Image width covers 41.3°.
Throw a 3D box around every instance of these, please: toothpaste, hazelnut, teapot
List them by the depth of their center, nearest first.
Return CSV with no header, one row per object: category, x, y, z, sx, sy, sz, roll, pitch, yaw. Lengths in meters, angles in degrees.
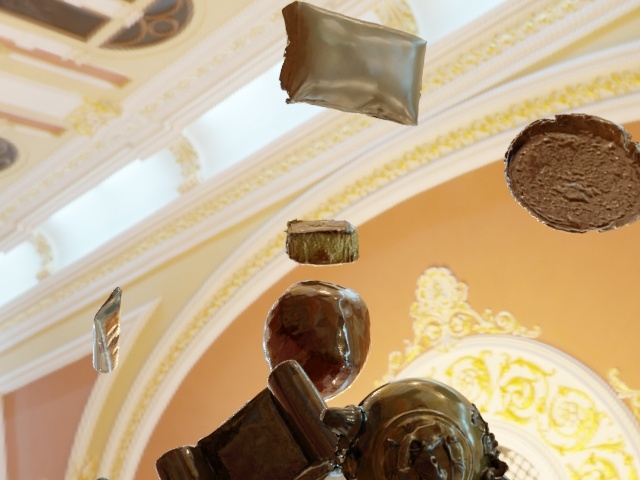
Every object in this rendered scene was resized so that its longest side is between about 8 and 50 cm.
teapot,0.124,0.250,0.964,0.269,0.182,0.173,25,-96,4
toothpaste,-0.327,0.149,1.296,0.038,0.060,0.233,32,-35,8
hazelnut,-0.015,0.162,1.397,0.210,0.186,0.210,-17,-144,13

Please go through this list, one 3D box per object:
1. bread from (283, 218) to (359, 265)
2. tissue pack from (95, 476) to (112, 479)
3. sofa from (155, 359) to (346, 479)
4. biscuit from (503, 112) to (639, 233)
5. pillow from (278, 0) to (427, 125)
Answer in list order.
bread,0.000,0.000,1.586,0.128,0.140,0.069,-114,-158,-74
tissue pack,-0.328,0.370,0.918,0.198,0.287,0.206,-101,-165,-60
sofa,-0.087,0.303,1.161,0.258,0.182,0.200,-37,-121,6
biscuit,0.364,-0.092,1.198,0.225,0.226,0.042,-8,-139,41
pillow,0.042,-0.211,1.031,0.053,0.208,0.119,20,-78,58
